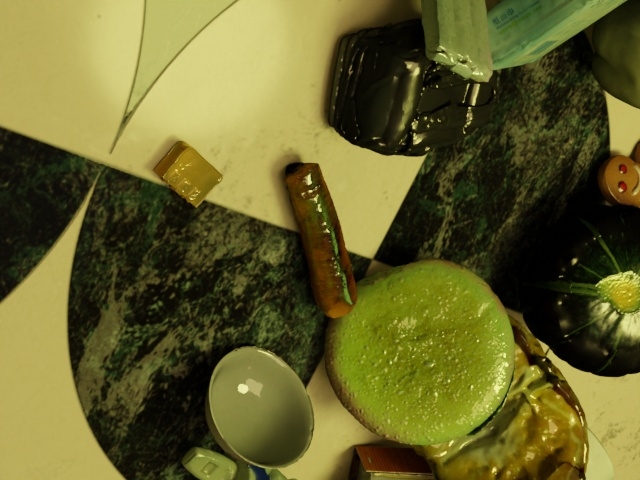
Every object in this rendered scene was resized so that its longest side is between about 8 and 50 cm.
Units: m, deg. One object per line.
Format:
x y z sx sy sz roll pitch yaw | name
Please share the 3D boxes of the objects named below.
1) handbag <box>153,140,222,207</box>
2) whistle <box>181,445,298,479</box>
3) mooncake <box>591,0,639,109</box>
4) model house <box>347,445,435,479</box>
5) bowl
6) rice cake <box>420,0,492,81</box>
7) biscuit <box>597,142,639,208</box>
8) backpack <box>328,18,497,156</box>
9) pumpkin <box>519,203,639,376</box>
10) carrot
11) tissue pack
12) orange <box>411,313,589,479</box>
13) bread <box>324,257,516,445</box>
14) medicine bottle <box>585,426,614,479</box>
-0.175 -0.087 1.588 0.061 0.027 0.083 -49 132 -5 | handbag
-0.120 0.375 1.827 0.110 0.092 0.244 -44 133 6 | whistle
0.536 -0.334 1.868 0.275 0.135 0.275 -31 141 -30 | mooncake
0.106 0.416 2.003 0.219 0.136 0.207 6 151 -13 | model house
-0.108 0.258 1.760 0.189 0.189 0.086 10 149 -39 | bowl
0.182 -0.315 1.625 0.124 0.211 0.038 15 148 -40 | rice cake
0.588 -0.094 2.076 0.250 0.036 0.165 8 81 -28 | biscuit
0.149 -0.214 1.696 0.258 0.133 0.206 -9 122 -40 | backpack
0.482 0.083 2.020 0.296 0.296 0.296 -16 122 -28 | pumpkin
0.000 0.000 1.735 0.070 0.070 0.260 -30 126 -20 | carrot
0.356 -0.347 1.674 0.263 0.089 0.177 -34 174 34 | tissue pack
0.264 0.267 1.939 0.271 0.210 0.368 -39 90 6 | orange
0.153 0.176 1.827 0.301 0.045 0.301 0 92 5 | bread
0.354 0.465 2.148 0.332 0.190 0.190 -39 130 -12 | medicine bottle
